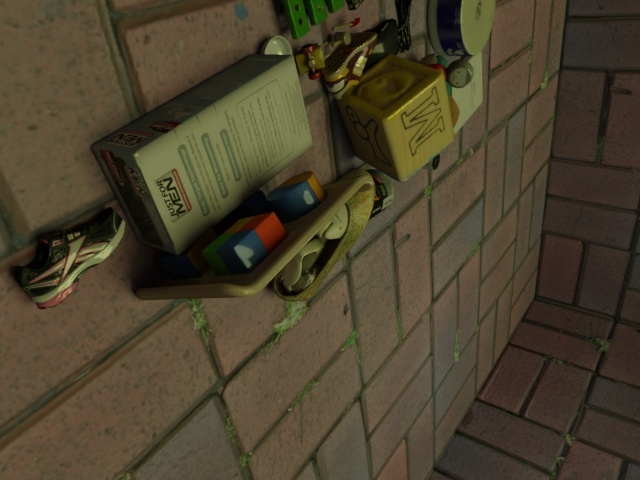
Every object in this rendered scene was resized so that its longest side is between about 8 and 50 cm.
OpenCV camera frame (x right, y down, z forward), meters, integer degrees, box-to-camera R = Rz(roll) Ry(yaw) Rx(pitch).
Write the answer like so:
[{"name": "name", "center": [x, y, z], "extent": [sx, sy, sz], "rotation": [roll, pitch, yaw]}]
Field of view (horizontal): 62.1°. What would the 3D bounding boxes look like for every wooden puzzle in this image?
[{"name": "wooden puzzle", "center": [-0.122, -0.020, 0.904], "extent": [0.348, 0.322, 0.080], "rotation": [-41, 111, -37]}]

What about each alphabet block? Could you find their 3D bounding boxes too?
[{"name": "alphabet block", "center": [0.182, -0.295, 1.278], "extent": [0.193, 0.192, 0.197], "rotation": [-41, 138, -13]}]

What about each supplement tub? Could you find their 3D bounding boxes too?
[{"name": "supplement tub", "center": [0.091, -0.100, 1.330], "extent": [0.190, 0.117, 0.117], "rotation": [-34, 129, -45]}]

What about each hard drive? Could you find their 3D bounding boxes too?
[{"name": "hard drive", "center": [0.466, -0.483, 1.782], "extent": [0.307, 0.040, 0.203], "rotation": [-46, 137, -35]}]

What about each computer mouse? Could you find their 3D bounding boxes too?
[{"name": "computer mouse", "center": [0.173, -0.534, 1.322], "extent": [0.262, 0.060, 0.184], "rotation": [-40, 134, -41]}]

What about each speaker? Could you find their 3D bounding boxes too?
[{"name": "speaker", "center": [0.269, -0.236, 1.512], "extent": [0.055, 0.136, 0.055], "rotation": [-25, 122, -48]}]

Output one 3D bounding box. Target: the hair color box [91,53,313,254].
[{"name": "hair color box", "center": [-0.178, -0.165, 0.921], "extent": [0.374, 0.113, 0.185], "rotation": [-46, 137, -36]}]

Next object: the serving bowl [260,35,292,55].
[{"name": "serving bowl", "center": [-0.091, -0.357, 1.042], "extent": [0.083, 0.027, 0.083], "rotation": [-28, 126, -48]}]

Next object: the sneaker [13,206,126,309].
[{"name": "sneaker", "center": [-0.361, 0.011, 0.770], "extent": [0.178, 0.072, 0.077], "rotation": [-59, 133, -31]}]

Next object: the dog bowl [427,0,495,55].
[{"name": "dog bowl", "center": [0.424, -0.688, 1.582], "extent": [0.265, 0.104, 0.265], "rotation": [-27, 125, -48]}]

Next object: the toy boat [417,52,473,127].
[{"name": "toy boat", "center": [0.322, -0.390, 1.424], "extent": [0.318, 0.148, 0.268], "rotation": [27, 63, -77]}]

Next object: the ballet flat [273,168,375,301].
[{"name": "ballet flat", "center": [0.000, 0.000, 1.156], "extent": [0.123, 0.123, 0.349], "rotation": [-7, 135, -54]}]

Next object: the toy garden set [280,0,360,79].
[{"name": "toy garden set", "center": [0.003, -0.477, 1.115], "extent": [0.244, 0.049, 0.204], "rotation": [-48, 137, -34]}]

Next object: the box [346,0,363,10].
[{"name": "box", "center": [0.078, -0.545, 1.136], "extent": [0.083, 0.018, 0.067], "rotation": [-57, 141, -27]}]

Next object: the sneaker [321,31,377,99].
[{"name": "sneaker", "center": [0.072, -0.407, 1.228], "extent": [0.185, 0.069, 0.084], "rotation": [-48, 141, -21]}]
